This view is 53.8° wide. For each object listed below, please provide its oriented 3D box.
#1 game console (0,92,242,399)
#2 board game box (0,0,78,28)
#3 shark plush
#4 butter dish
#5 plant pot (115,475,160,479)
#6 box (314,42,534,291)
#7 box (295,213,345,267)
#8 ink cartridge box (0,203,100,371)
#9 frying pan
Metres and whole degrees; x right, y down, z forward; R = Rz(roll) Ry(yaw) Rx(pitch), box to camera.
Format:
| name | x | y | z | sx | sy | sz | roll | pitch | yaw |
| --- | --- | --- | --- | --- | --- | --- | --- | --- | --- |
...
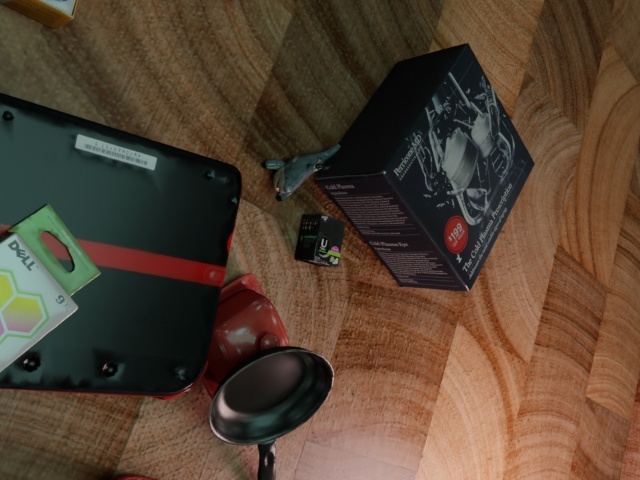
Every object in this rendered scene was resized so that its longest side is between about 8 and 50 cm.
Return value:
| name | x | y | z | sx | sy | sz | roll | pitch | yaw |
| --- | --- | --- | --- | --- | --- | --- | --- | --- | --- |
| game console | -0.294 | 0.025 | 0.796 | 0.387 | 0.060 | 0.341 | 14 | 83 | -38 |
| board game box | -0.378 | -0.457 | 0.753 | 0.242 | 0.064 | 0.316 | 21 | 77 | -39 |
| shark plush | -0.021 | -0.116 | 1.070 | 0.161 | 0.067 | 0.073 | -23 | 106 | -38 |
| butter dish | -0.108 | 0.153 | 0.967 | 0.160 | 0.118 | 0.159 | -34 | 113 | -36 |
| plant pot | -0.222 | 0.430 | 0.829 | 0.191 | 0.191 | 0.174 | 35 | 74 | -36 |
| box | 0.213 | -0.132 | 1.202 | 0.312 | 0.179 | 0.343 | 48 | 61 | -29 |
| box | 0.000 | 0.000 | 1.101 | 0.062 | 0.052 | 0.083 | 18 | 78 | -41 |
| ink cartridge box | -0.342 | 0.062 | 0.683 | 0.209 | 0.062 | 0.109 | -43 | 115 | -29 |
| frying pan | -0.059 | 0.271 | 0.977 | 0.197 | 0.053 | 0.326 | -27 | 135 | -9 |
